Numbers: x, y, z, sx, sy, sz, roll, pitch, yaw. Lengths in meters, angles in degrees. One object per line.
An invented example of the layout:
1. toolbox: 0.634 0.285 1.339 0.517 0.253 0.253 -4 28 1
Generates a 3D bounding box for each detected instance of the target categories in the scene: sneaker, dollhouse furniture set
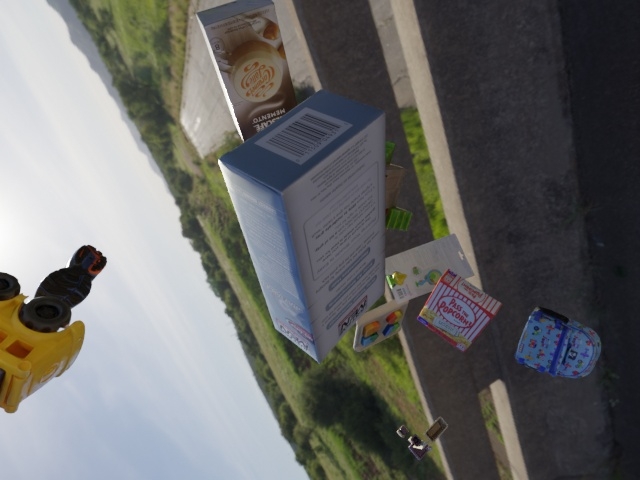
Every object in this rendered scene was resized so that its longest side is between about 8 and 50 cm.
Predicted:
1. sneaker: -0.513 0.095 0.915 0.083 0.087 0.221 39 -162 -14
2. dollhouse furniture set: 0.266 0.469 1.106 0.091 0.114 0.081 49 157 10

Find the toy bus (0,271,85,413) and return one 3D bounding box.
1. toy bus: -0.545 0.178 0.725 0.220 0.149 0.211 31 -154 -4

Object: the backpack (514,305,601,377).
1. backpack: 0.591 0.265 1.107 0.173 0.158 0.117 24 -170 27

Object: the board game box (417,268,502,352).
1. board game box: 0.338 0.178 1.112 0.147 0.045 0.193 35 143 20

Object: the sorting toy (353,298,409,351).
1. sorting toy: 0.203 0.285 1.484 0.038 0.193 0.208 55 160 36

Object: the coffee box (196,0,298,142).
1. coffee box: -0.139 -0.348 0.917 0.098 0.141 0.246 -120 10 -45

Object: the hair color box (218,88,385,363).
1. hair color box: 0.000 0.000 0.658 0.114 0.185 0.374 30 148 31

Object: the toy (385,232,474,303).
1. toy: 0.306 0.084 1.308 0.056 0.238 0.136 90 160 -74

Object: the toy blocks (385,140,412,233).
1. toy blocks: 0.070 -0.038 1.020 0.191 0.261 0.381 23 109 24
